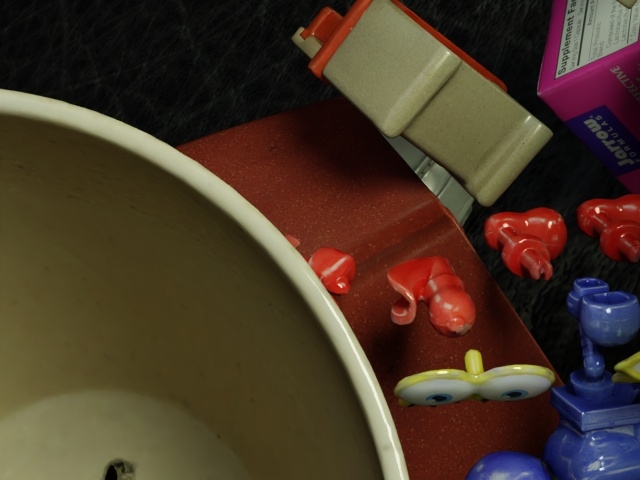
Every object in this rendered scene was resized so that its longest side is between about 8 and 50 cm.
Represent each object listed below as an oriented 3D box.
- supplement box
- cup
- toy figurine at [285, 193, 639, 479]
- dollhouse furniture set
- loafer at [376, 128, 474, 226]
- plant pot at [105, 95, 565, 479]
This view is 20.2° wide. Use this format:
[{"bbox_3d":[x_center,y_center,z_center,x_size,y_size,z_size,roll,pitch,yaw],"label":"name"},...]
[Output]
[{"bbox_3d":[0.245,-0.125,1.013,0.220,0.111,0.114,-23,38,39],"label":"supplement box"},{"bbox_3d":[-0.113,0.130,0.681,0.331,0.331,0.237,-48,-14,-1],"label":"cup"},{"bbox_3d":[0.160,0.107,0.824,0.363,0.217,0.191,-6,19,-14],"label":"toy figurine"},{"bbox_3d":[0.108,-0.159,0.872,0.259,0.262,0.135,-51,33,9],"label":"dollhouse furniture set"},{"bbox_3d":[0.000,0.000,1.190,0.319,0.111,0.112,-52,29,-7],"label":"loafer"},{"bbox_3d":[-0.012,0.078,0.986,0.236,0.267,0.267,-36,29,0],"label":"plant pot"}]
